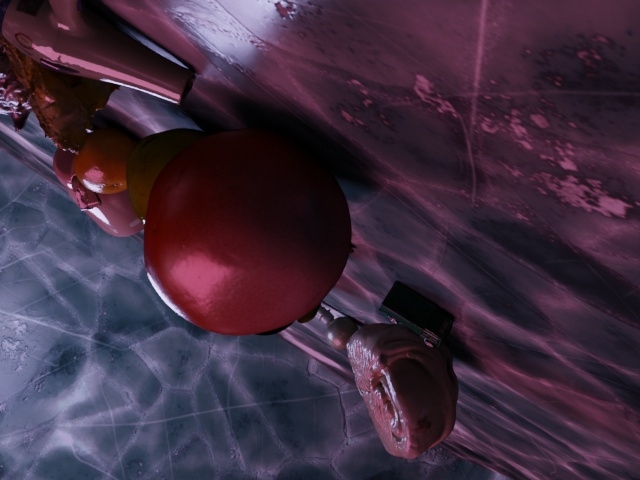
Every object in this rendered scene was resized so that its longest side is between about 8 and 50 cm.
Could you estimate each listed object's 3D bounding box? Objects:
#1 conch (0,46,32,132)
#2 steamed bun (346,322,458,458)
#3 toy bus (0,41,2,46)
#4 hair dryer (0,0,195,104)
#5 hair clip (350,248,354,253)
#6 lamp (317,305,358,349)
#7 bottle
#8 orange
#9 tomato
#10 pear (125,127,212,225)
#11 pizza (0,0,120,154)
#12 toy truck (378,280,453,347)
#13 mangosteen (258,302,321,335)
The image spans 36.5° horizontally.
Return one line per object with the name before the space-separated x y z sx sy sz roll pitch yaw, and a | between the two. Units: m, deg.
conch | -0.599 -0.330 1.813 0.240 0.186 0.313 -2 134 21
steamed bun | 0.207 0.315 2.181 0.324 0.219 0.310 119 131 -74
toy bus | -0.619 -0.424 1.617 0.268 0.106 0.092 32 170 4
hair dryer | -0.301 -0.297 1.393 0.296 0.119 0.298 31 157 -23
hair clip | -0.001 0.001 1.869 0.137 0.022 0.054 22 -171 -15
lamp | 0.030 0.220 2.628 0.163 0.091 0.091 46 171 13
bottle | -0.517 -0.127 2.337 0.173 0.206 0.297 -15 153 7
orange | -0.464 -0.178 2.133 0.159 0.159 0.136 71 180 -71
tomato | -0.104 -0.016 1.474 0.321 0.321 0.321 31 168 7
pear | -0.228 -0.091 1.714 0.269 0.212 0.212 28 167 20
pizza | -0.398 -0.247 1.547 0.280 0.075 0.288 30 -148 -50
toy truck | 0.194 0.150 1.945 0.147 0.065 0.079 33 165 6
mangosteen | -0.120 0.122 2.328 0.243 0.243 0.243 31 168 7
